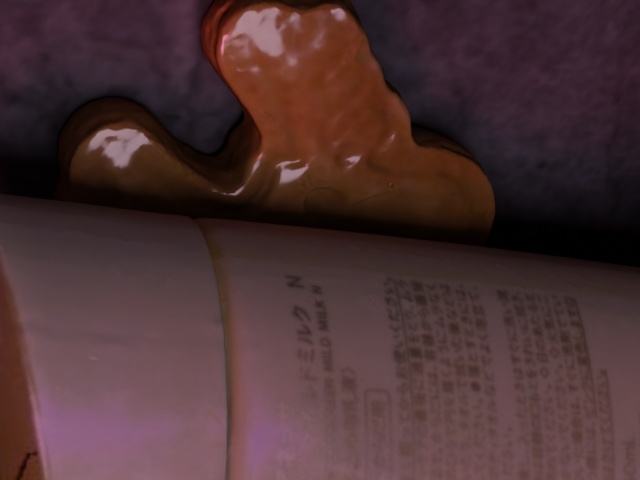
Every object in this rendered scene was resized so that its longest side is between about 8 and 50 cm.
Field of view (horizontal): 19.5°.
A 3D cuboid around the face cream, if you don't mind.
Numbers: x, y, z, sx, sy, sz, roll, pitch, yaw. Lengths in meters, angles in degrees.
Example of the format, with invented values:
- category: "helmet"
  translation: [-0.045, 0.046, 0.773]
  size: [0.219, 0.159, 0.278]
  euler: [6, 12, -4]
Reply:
- category: "face cream"
  translation: [0.022, 0.083, 0.704]
  size: [0.348, 0.174, 0.081]
  euler: [6, 168, -30]

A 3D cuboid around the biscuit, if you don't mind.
- category: "biscuit"
  translation: [-0.002, 0.002, 0.745]
  size: [0.144, 0.040, 0.236]
  euler: [-34, 132, 10]
